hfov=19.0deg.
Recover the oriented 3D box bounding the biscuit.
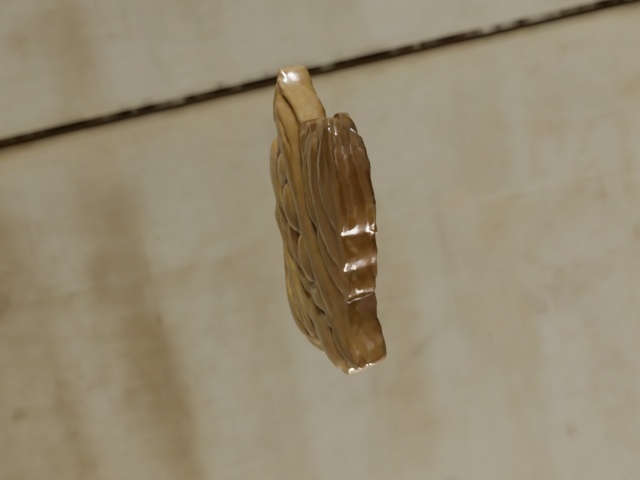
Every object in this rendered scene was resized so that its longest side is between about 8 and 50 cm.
[{"bbox_3d":[0.000,0.000,1.023,0.250,0.035,0.162,96,162,-68],"label":"biscuit"}]
